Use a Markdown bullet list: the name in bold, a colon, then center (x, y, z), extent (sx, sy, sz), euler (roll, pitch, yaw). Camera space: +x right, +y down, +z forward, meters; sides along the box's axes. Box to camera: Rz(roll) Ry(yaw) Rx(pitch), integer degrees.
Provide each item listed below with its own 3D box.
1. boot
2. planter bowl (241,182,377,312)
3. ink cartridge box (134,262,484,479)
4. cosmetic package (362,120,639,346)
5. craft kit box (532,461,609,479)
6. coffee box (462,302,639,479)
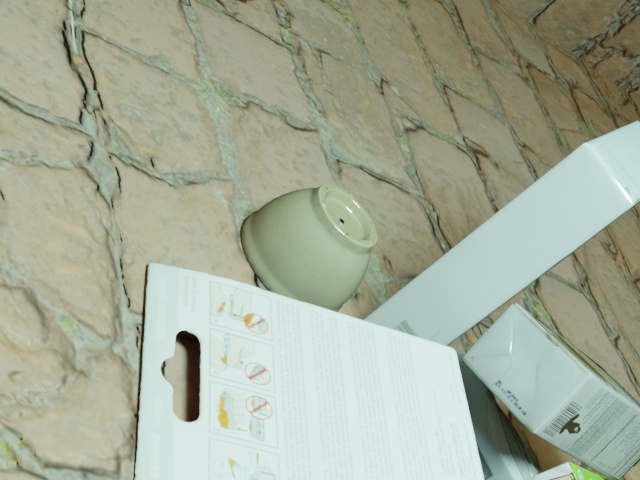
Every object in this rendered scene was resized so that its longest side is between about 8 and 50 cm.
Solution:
- **boot**: center (0.209, 0.262, 1.454), extent (0.123, 0.095, 0.258), euler (35, 30, -51)
- **planter bowl**: center (0.000, 0.000, 1.444), extent (0.162, 0.109, 0.162), euler (36, 30, -24)
- **ink cartridge box**: center (-0.015, 0.200, 1.233), extent (0.384, 0.091, 0.308), euler (17, 38, -19)
- **cosmetic package**: center (0.252, 0.009, 1.505), extent (0.097, 0.377, 0.284), euler (54, 27, 10)
- **craft kit box**: center (0.351, 0.399, 1.409), extent (0.250, 0.061, 0.247), euler (32, 38, -56)
- **coffee box**: center (0.299, 0.188, 1.440), extent (0.246, 0.098, 0.141), euler (34, 11, -48)
